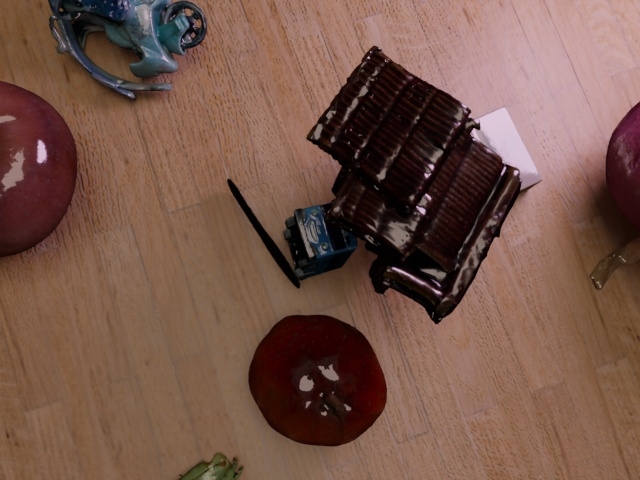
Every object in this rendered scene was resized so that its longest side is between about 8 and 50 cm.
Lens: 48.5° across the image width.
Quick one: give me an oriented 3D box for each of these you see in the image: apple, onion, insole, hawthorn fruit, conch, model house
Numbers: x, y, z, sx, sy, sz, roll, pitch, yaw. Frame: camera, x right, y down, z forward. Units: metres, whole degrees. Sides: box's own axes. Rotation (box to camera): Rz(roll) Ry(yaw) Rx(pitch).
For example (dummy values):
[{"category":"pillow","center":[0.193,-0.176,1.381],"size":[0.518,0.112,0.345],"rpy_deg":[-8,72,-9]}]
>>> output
[{"category":"apple","center":[-0.532,-0.104,1.118],"size":[0.305,0.235,0.306],"rpy_deg":[1,80,-7]},{"category":"onion","center":[0.635,-0.090,1.186],"size":[0.358,0.345,0.359],"rpy_deg":[6,73,-20]},{"category":"insole","center":[-0.098,-0.012,1.212],"size":[0.003,0.080,0.232],"rpy_deg":[-31,75,-15]},{"category":"hawthorn fruit","center":[-0.003,0.221,1.093],"size":[0.215,0.250,0.215],"rpy_deg":[-2,103,-11]},{"category":"conch","center":[-0.199,0.407,1.120],"size":[0.105,0.079,0.170],"rpy_deg":[33,63,-3]},{"category":"model house","center":[0.098,-0.094,1.052],"size":[0.282,0.297,0.317],"rpy_deg":[34,83,-21]}]

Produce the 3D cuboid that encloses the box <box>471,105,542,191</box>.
[{"category":"box","center":[0.248,-0.120,1.262],"size":[0.242,0.067,0.155],"rpy_deg":[-25,83,-8]}]

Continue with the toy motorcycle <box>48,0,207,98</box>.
[{"category":"toy motorcycle","center":[-0.344,-0.371,1.243],"size":[0.260,0.154,0.206],"rpy_deg":[32,101,-1]}]

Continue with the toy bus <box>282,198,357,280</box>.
[{"category":"toy bus","center":[0.000,0.000,1.160],"size":[0.106,0.185,0.090],"rpy_deg":[-14,80,-9]}]
